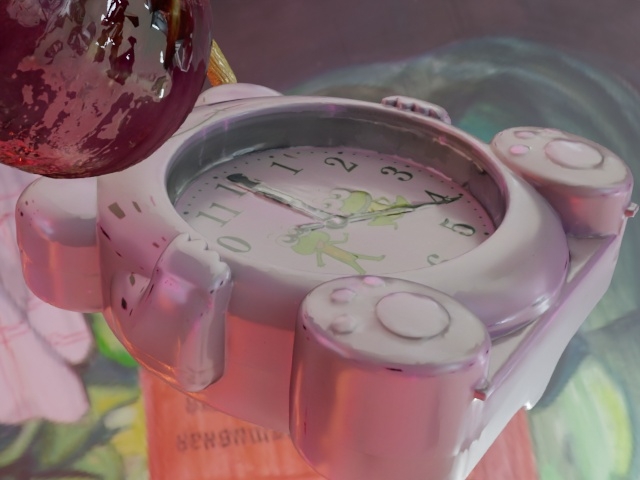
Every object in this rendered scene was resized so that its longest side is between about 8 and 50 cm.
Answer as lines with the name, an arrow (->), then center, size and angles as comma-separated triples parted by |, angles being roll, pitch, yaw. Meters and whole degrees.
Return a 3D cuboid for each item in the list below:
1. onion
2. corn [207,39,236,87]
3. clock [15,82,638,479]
onion -> -0.133, -0.108, 0.478 | 0.177, 0.177, 0.153 | -14, 135, -43
corn -> -0.111, -0.182, 1.101 | 0.027, 0.028, 0.083 | 6, 146, 29
clock -> 0.000, 0.000, 0.653 | 0.322, 0.113, 0.295 | 21, -143, 26
